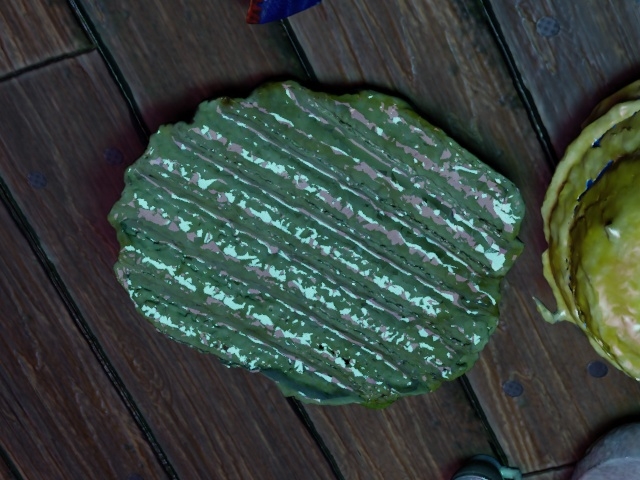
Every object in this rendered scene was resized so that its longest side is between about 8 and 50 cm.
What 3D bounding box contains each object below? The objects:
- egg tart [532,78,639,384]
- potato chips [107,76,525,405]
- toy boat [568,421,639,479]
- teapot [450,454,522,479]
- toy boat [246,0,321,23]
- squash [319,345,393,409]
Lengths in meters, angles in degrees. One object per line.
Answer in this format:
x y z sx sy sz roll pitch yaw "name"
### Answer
0.378 0.028 1.807 0.388 0.169 0.387 13 122 23 "egg tart"
0.000 0.000 1.946 0.429 0.070 0.358 28 112 -6 "potato chips"
0.358 0.280 2.094 0.155 0.085 0.227 21 138 10 "toy boat"
0.192 0.279 2.135 0.088 0.057 0.066 4 126 15 "teapot"
-0.108 -0.348 1.783 0.318 0.072 0.219 38 127 -2 "toy boat"
-0.009 0.099 2.052 0.252 0.066 0.066 39 124 -14 "squash"
